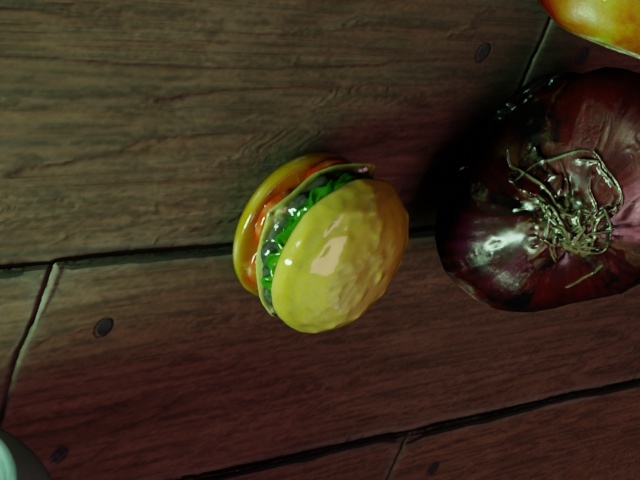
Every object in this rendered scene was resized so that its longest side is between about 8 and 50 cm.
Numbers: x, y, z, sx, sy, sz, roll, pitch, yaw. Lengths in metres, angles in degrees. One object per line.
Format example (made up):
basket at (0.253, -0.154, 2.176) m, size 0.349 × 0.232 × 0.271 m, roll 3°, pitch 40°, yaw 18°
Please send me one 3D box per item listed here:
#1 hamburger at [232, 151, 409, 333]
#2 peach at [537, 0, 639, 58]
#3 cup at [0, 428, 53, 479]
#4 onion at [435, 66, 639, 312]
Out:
hamburger at (0.000, 0.000, 1.489) m, size 0.162 × 0.115 × 0.162 m, roll -33°, pitch 142°, yaw -30°
peach at (0.328, -0.295, 1.552) m, size 0.248 × 0.245 × 0.274 m, roll -36°, pitch 143°, yaw -73°
cup at (-0.289, 0.294, 1.340) m, size 0.205 × 0.205 × 0.312 m, roll -29°, pitch 139°, yaw -31°
onion at (0.238, -0.039, 1.656) m, size 0.281 × 0.281 × 0.221 m, roll -40°, pitch 101°, yaw -17°
